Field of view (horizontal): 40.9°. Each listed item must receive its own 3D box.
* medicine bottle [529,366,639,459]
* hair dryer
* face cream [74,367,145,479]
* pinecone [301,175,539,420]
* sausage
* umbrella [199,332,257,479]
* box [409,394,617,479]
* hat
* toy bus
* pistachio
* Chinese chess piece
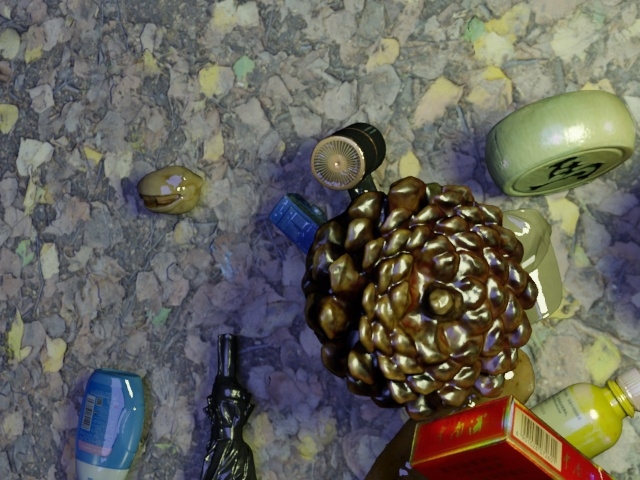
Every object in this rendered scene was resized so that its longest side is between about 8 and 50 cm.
[{"bbox_3d":[0.458,0.296,1.453,0.212,0.122,0.122,-35,73,13],"label":"medicine bottle"},{"bbox_3d":[0.102,-0.049,1.643,0.107,0.189,0.352,-17,100,22],"label":"hair dryer"},{"bbox_3d":[-0.446,0.408,1.804,0.149,0.083,0.264,9,87,22],"label":"face cream"},{"bbox_3d":[0.155,0.095,1.432,0.398,0.398,0.398,-3,82,21],"label":"pinecone"},{"bbox_3d":[0.195,0.381,1.544,0.136,0.123,0.501,37,98,-13],"label":"sausage"},{"bbox_3d":[-0.186,0.356,1.712,0.118,0.118,0.340,-8,75,20],"label":"umbrella"},{"bbox_3d":[0.322,0.381,1.379,0.197,0.313,0.089,-29,31,40],"label":"box"},{"bbox_3d":[0.347,0.050,1.530,0.166,0.144,0.173,-25,53,19],"label":"hat"},{"bbox_3d":[0.001,-0.002,1.679,0.236,0.094,0.079,42,99,20],"label":"toy bus"},{"bbox_3d":[-0.320,-0.108,1.814,0.149,0.113,0.113,4,85,28],"label":"pistachio"},{"bbox_3d":[0.406,-0.159,1.460,0.250,0.250,0.101,-18,73,18],"label":"Chinese chess piece"}]
